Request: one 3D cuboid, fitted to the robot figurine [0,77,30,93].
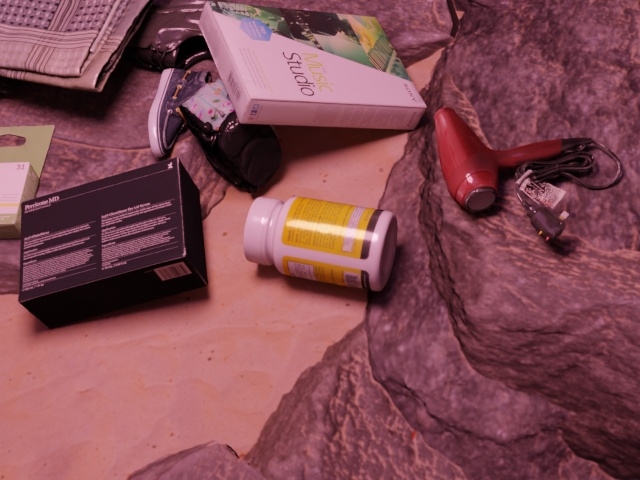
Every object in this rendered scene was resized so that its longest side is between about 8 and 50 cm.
[{"bbox_3d":[-0.641,-0.308,1.812,0.291,0.085,0.211,-39,61,-17],"label":"robot figurine"}]

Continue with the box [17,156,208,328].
[{"bbox_3d":[-0.312,0.004,1.531,0.261,0.103,0.184,-15,58,8],"label":"box"}]

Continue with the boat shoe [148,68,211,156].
[{"bbox_3d":[-0.233,-0.219,1.704,0.083,0.065,0.183,-1,56,10],"label":"boat shoe"}]

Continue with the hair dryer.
[{"bbox_3d":[0.290,-0.115,1.572,0.293,0.080,0.223,33,51,20],"label":"hair dryer"}]

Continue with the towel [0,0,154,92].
[{"bbox_3d":[-0.443,-0.403,1.743,0.324,0.056,0.312,13,62,21],"label":"towel"}]

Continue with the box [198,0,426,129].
[{"bbox_3d":[-0.012,-0.279,1.629,0.321,0.058,0.232,-1,50,-31],"label":"box"}]

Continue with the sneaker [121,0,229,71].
[{"bbox_3d":[-0.294,-0.353,1.783,0.286,0.109,0.130,-9,62,5],"label":"sneaker"}]

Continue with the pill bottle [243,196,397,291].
[{"bbox_3d":[0.000,0.000,1.494,0.208,0.119,0.119,10,59,14],"label":"pill bottle"}]

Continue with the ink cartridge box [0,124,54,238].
[{"bbox_3d":[-0.551,-0.112,1.690,0.171,0.056,0.235,-1,59,9],"label":"ink cartridge box"}]

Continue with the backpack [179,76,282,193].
[{"bbox_3d":[-0.143,-0.180,1.627,0.115,0.152,0.182,-37,44,-9],"label":"backpack"}]
